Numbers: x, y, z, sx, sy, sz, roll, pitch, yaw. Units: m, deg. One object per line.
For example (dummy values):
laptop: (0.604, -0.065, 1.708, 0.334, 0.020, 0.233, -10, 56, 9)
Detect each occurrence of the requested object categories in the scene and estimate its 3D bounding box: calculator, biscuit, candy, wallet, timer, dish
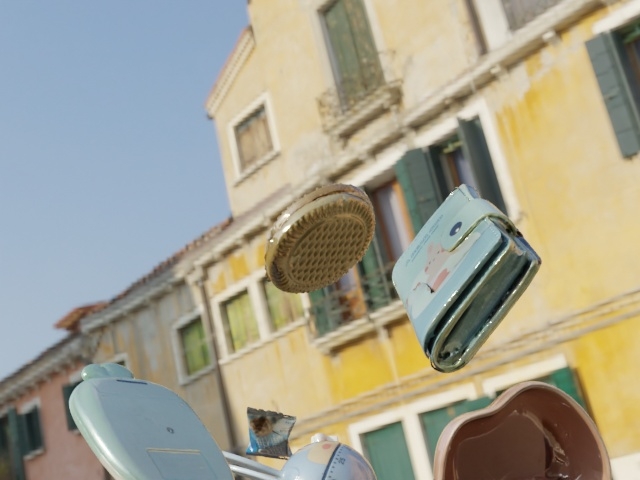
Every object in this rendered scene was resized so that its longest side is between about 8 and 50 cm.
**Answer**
calculator: (-0.208, 0.238, 1.223, 0.184, 0.295, 0.042, 16, -69, -46)
biscuit: (0.000, 0.000, 1.929, 0.259, 0.079, 0.259, -24, -38, -20)
candy: (-0.087, 0.340, 1.745, 0.088, 0.038, 0.136, 9, -49, 5)
wallet: (0.165, 0.037, 1.193, 0.176, 0.075, 0.250, -55, 14, 11)
timer: (-0.027, 0.356, 1.525, 0.175, 0.255, 0.175, -42, -25, -25)
dish: (0.216, 0.261, 1.145, 0.213, 0.213, 0.090, -9, 7, -14)
